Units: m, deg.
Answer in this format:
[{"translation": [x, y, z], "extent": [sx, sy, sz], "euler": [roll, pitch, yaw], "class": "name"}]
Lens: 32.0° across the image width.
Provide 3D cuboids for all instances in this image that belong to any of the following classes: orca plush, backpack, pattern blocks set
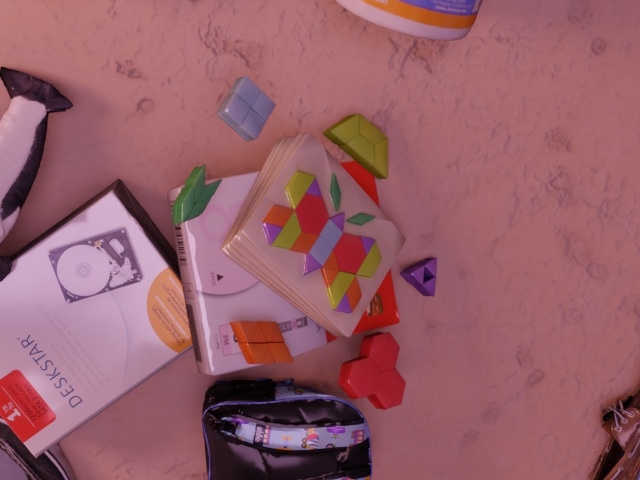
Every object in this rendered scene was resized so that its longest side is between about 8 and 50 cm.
[{"translation": [-0.366, -0.041, 1.108], "extent": [0.151, 0.102, 0.287], "euler": [24, 74, -20], "class": "orca plush"}, {"translation": [-0.035, 0.222, 1.191], "extent": [0.173, 0.117, 0.158], "euler": [-5, 102, -4], "class": "backpack"}, {"translation": [0.000, 0.000, 1.119], "extent": [0.324, 0.026, 0.286], "euler": [30, 69, -33], "class": "pattern blocks set"}]

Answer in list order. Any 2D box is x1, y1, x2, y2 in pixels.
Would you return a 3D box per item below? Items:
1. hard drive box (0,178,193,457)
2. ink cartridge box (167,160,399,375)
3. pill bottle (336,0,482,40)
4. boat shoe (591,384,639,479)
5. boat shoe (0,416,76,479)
[{"translation": [-0.249, 0.079, 1.155], "extent": [0.232, 0.089, 0.181], "euler": [-36, 102, 3], "class": "hard drive box"}, {"translation": [-0.027, 0.020, 1.132], "extent": [0.232, 0.066, 0.189], "euler": [-11, 93, -19], "class": "ink cartridge box"}, {"translation": [0.113, -0.338, 1.039], "extent": [0.152, 0.152, 0.272], "euler": [14, 116, -8], "class": "pill bottle"}, {"translation": [0.353, 0.212, 1.254], "extent": [0.066, 0.066, 0.183], "euler": [12, 100, -7], "class": "boat shoe"}, {"translation": [-0.306, 0.312, 1.189], "extent": [0.113, 0.105, 0.306], "euler": [-24, 103, 0], "class": "boat shoe"}]
